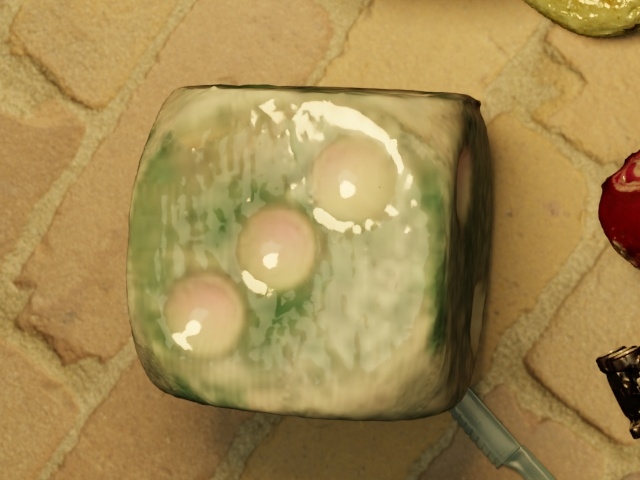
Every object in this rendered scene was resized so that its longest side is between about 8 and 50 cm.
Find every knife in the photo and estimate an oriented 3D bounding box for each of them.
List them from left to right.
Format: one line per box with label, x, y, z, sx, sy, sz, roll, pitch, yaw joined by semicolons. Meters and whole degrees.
knife;0.210;0.237;1.813;0.044;0.019;0.313;-44;80;14

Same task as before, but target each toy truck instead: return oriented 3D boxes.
toy truck;0.367;0.141;1.656;0.125;0.242;0.101;-27;86;0

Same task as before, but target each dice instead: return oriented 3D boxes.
dice;0.000;0.000;1.690;0.328;0.330;0.348;4;91;13

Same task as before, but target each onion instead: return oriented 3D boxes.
onion;0.391;-0.025;1.674;0.173;0.198;0.135;-37;114;9

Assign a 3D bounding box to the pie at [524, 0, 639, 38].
pie;0.308;-0.389;1.738;0.323;0.070;0.323;1;92;15
